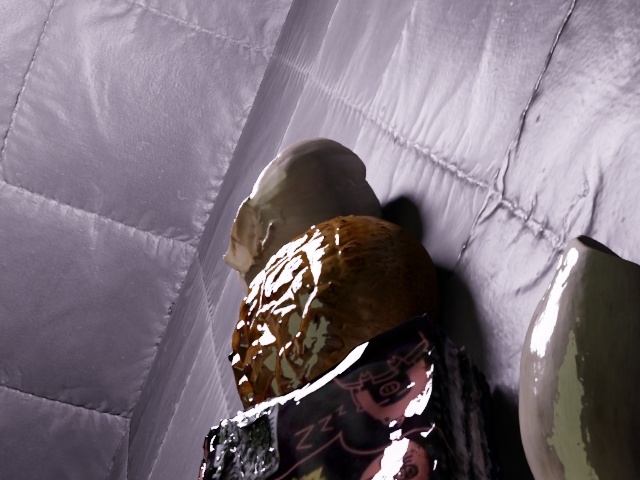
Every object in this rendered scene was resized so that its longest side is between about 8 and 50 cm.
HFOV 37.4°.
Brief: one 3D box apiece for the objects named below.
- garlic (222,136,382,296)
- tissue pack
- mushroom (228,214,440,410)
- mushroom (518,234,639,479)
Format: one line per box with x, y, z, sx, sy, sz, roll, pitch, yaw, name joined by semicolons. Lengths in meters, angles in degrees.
0.000;0.000;1.084;0.143;0.178;0.229;40;133;42;garlic
0.009;0.228;0.632;0.245;0.123;0.332;-29;30;21;tissue pack
0.010;0.097;0.898;0.253;0.153;0.253;-43;36;43;mushroom
0.153;0.092;0.500;0.097;0.088;0.212;121;163;-52;mushroom
